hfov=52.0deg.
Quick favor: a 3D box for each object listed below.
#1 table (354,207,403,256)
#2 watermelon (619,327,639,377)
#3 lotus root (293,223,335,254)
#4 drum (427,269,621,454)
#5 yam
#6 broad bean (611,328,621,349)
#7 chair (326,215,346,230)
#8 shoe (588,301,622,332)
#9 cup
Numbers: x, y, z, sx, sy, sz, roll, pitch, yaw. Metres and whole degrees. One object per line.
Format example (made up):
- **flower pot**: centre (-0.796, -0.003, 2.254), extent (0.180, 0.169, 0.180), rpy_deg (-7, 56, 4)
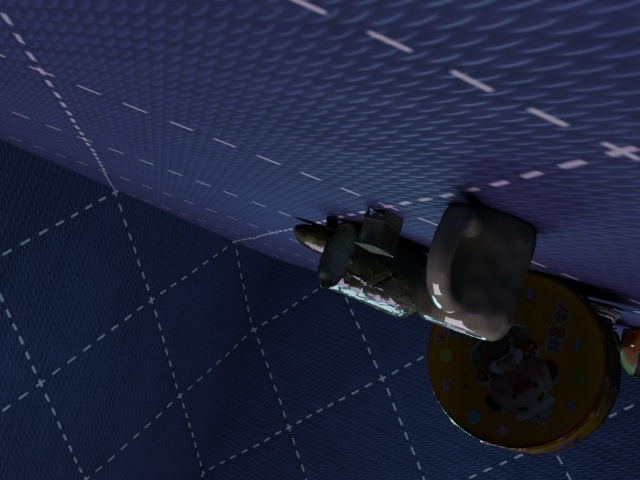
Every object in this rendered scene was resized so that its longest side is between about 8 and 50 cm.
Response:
- **table**: centre (0.128, -0.018, 1.433), extent (0.062, 0.083, 0.079), rpy_deg (13, 171, 39)
- **watermelon**: centre (0.931, 0.309, 1.817), extent (0.145, 0.193, 0.137), rpy_deg (17, 130, 2)
- **lotus root**: centre (0.000, 0.000, 2.009), extent (0.179, 0.080, 0.089), rpy_deg (19, 173, -2)
- **drum**: centre (0.481, 0.286, 1.558), extent (0.431, 0.431, 0.214), rpy_deg (15, 172, 35)
- **yam**: centre (0.162, 0.085, 1.738), extent (0.300, 0.195, 0.195), rpy_deg (21, 174, -17)
- **broad bean**: centre (0.741, 0.262, 1.894), extent (0.238, 0.119, 0.291), rpy_deg (17, 173, 31)
- **chair**: centre (0.030, -0.045, 1.718), extent (0.042, 0.037, 0.086), rpy_deg (9, 176, -30)
- **shoe**: centre (0.670, 0.202, 1.675), extent (0.169, 0.099, 0.071), rpy_deg (16, 176, 32)
- **cup**: centre (0.261, 0.052, 1.095), extent (0.173, 0.202, 0.255), rpy_deg (18, 174, 9)
